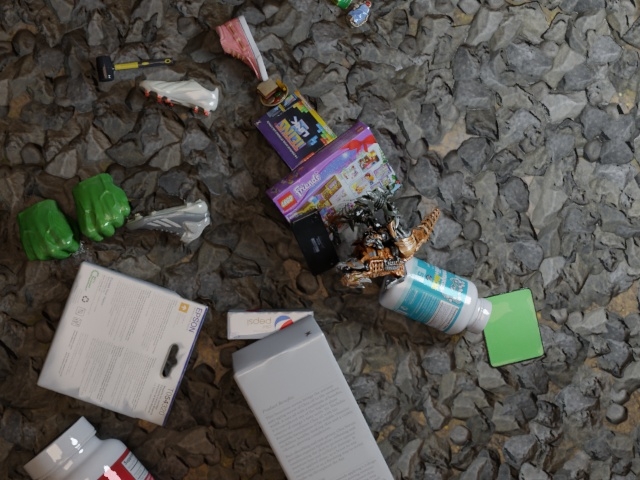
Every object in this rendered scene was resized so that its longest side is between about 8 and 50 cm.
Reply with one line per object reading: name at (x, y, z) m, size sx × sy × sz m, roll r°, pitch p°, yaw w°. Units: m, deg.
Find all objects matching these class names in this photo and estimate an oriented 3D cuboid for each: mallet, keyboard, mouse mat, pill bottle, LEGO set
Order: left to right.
LEGO set at (-0.603, 0.032, 1.881) m, size 0.054 × 0.023 × 0.083 m, roll -28°, pitch 93°, yaw -4°
pill bottle at (-0.503, 0.629, 1.797) m, size 0.229 × 0.229 × 0.407 m, roll -40°, pitch 93°, yaw -3°
mallet at (-0.462, -0.428, 1.882) m, size 0.190 × 0.039 × 0.062 m, roll -1°, pitch 91°, yaw -8°
keyboard at (0.000, 0.000, 1.870) m, size 0.108 × 0.023 × 0.180 m, roll -25°, pitch 125°, yaw -2°
pill bottle at (0.291, 0.144, 1.892) m, size 0.264 × 0.146 × 0.146 m, roll 23°, pitch 89°, yaw -5°
mouse mat at (0.499, 0.229, 1.980) m, size 0.153 × 0.007 × 0.189 m, roll -12°, pitch 91°, yaw -4°

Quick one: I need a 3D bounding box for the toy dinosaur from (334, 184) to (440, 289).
toy dinosaur at (0.155, -0.002, 1.809) m, size 0.164 × 0.322 × 0.218 m, roll -40°, pitch 79°, yaw 39°

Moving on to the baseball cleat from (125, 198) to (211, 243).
baseball cleat at (-0.375, -0.034, 1.876) m, size 0.206 × 0.072 × 0.109 m, roll -15°, pitch 99°, yaw 0°

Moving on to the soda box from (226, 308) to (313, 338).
soda box at (-0.126, 0.209, 1.896) m, size 0.216 × 0.074 × 0.069 m, roll 0°, pitch 92°, yaw -5°

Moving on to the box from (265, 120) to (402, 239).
box at (0.037, -0.128, 1.868) m, size 0.293 × 0.057 × 0.201 m, roll -37°, pitch 125°, yaw -3°

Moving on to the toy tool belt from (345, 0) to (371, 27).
toy tool belt at (0.101, -0.580, 1.913) m, size 0.052 × 0.051 × 0.083 m, roll 43°, pitch 87°, yaw -4°

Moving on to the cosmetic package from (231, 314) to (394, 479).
cosmetic package at (-0.016, 0.439, 1.828) m, size 0.230 × 0.161 × 0.453 m, roll -25°, pitch 104°, yaw -4°

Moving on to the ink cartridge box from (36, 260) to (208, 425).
ink cartridge box at (-0.487, 0.256, 1.873) m, size 0.330 × 0.071 × 0.324 m, roll 21°, pitch 89°, yaw -8°

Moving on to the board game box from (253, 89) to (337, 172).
board game box at (-0.060, -0.268, 1.880) m, size 0.141 × 0.048 × 0.170 m, roll -38°, pitch 73°, yaw -5°

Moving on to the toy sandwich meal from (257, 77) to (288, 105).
toy sandwich meal at (-0.121, -0.374, 1.893) m, size 0.085 × 0.029 × 0.085 m, roll -12°, pitch 54°, yaw 17°

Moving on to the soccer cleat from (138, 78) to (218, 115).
soccer cleat at (-0.351, -0.372, 1.878) m, size 0.196 × 0.068 × 0.076 m, roll 15°, pitch 85°, yaw -12°

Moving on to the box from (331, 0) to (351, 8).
box at (0.019, -0.678, 1.910) m, size 0.179 × 0.043 × 0.105 m, roll 34°, pitch 89°, yaw -6°

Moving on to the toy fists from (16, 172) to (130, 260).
toy fists at (-0.596, -0.042, 1.836) m, size 0.279 × 0.096 × 0.142 m, roll -26°, pitch 67°, yaw -4°

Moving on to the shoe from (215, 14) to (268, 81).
shoe at (-0.197, -0.470, 1.889) m, size 0.081 × 0.063 × 0.178 m, roll -23°, pitch 87°, yaw -2°
